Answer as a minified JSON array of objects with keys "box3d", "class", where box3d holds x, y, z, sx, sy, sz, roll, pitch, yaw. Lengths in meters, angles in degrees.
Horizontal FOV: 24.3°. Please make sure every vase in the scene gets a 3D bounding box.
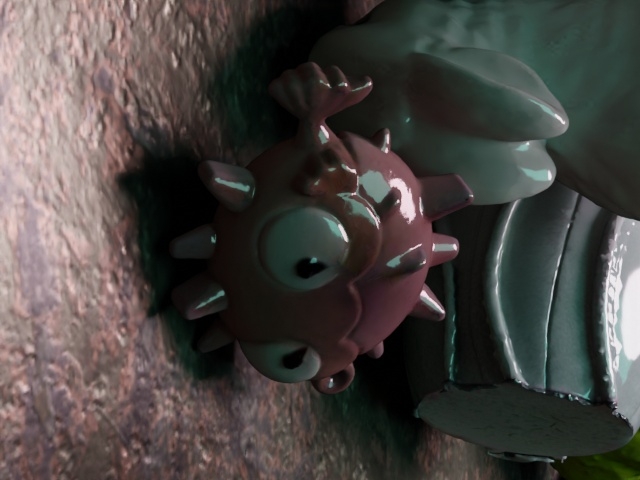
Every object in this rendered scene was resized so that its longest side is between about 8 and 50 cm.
[{"box3d":[0.206,-0.038,1.323,0.250,0.250,0.445,48,46,-52],"class":"vase"}]

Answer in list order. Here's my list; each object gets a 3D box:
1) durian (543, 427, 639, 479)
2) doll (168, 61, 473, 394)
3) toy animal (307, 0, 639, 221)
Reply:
[{"box3d":[0.317,0.104,1.506,0.339,0.205,0.255,75,30,-59],"class":"durian"},{"box3d":[0.000,0.000,1.005,0.211,0.093,0.262,-8,125,-19],"class":"doll"},{"box3d":[0.173,-0.102,1.105,0.194,0.357,0.257,99,-19,-45],"class":"toy animal"}]
